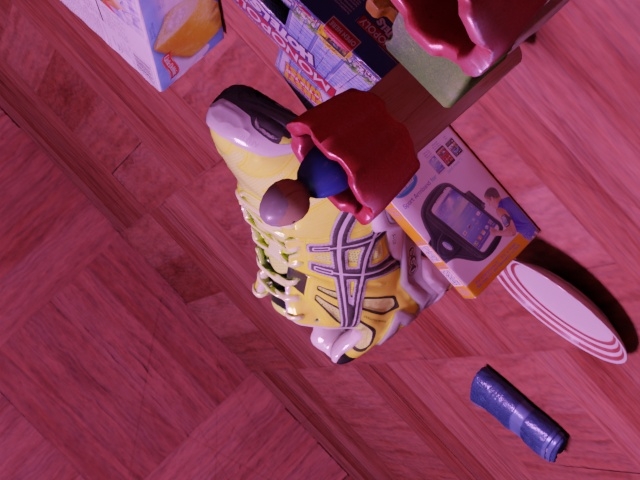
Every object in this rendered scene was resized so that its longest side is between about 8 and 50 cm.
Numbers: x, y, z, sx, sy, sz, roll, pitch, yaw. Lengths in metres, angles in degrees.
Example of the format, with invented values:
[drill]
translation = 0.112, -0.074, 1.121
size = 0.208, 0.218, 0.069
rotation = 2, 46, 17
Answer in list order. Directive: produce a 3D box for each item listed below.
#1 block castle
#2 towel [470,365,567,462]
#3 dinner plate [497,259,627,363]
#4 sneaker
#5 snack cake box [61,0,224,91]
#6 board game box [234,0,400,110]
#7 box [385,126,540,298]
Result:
[block castle]
translation = -0.014, -0.185, 0.913
size = 0.303, 0.213, 0.453
rotation = 48, 169, 3
[towel]
translation = 0.209, 0.186, 1.761
size = 0.119, 0.029, 0.067
rotation = 41, 165, 19
[dinner plate]
translation = 0.204, 0.055, 1.401
size = 0.141, 0.017, 0.141
rotation = 36, 169, 8
[sneaker]
translation = 0.000, 0.000, 1.496
size = 0.145, 0.147, 0.384
rotation = 35, 172, 39
[snack cake box]
translation = -0.178, -0.263, 1.485
size = 0.152, 0.089, 0.264
rotation = 43, 166, 16
[board game box]
translation = -0.009, -0.174, 1.309
size = 0.194, 0.060, 0.194
rotation = 44, 165, 5
[box]
translation = 0.105, -0.029, 1.343
size = 0.136, 0.081, 0.028
rotation = 48, 166, -12
